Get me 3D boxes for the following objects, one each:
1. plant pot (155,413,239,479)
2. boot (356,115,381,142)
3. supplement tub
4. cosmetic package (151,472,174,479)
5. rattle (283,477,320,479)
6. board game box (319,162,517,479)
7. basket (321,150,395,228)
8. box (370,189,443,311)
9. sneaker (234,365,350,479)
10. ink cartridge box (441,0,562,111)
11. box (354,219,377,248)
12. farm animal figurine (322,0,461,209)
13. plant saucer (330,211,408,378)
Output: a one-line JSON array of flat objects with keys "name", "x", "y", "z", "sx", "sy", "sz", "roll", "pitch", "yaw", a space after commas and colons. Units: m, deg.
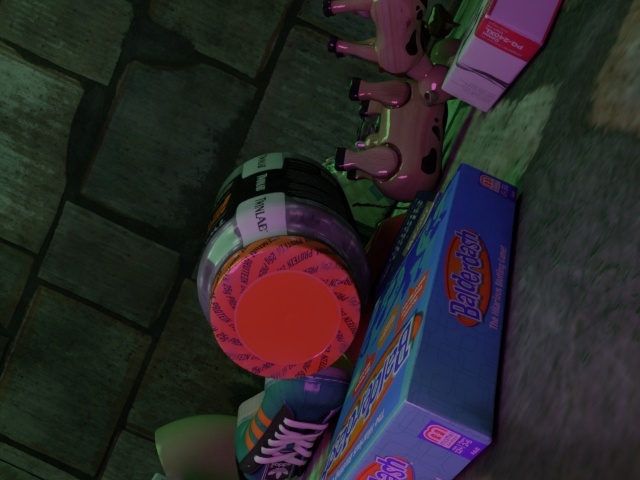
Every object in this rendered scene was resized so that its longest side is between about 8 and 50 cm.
[{"name": "plant pot", "x": -0.247, "y": 0.536, "z": 1.610, "sx": 0.191, "sy": 0.284, "sz": 0.284, "roll": -30, "pitch": -5, "yaw": -7}, {"name": "boot", "x": 0.202, "y": -0.351, "z": 1.784, "sx": 0.083, "sy": 0.161, "sz": 0.246, "roll": 147, "pitch": 148, "yaw": -90}, {"name": "supplement tub", "x": -0.045, "y": 0.018, "z": 0.802, "sx": 0.316, "sy": 0.194, "sz": 0.193, "roll": -102, "pitch": 35, "yaw": -69}, {"name": "cosmetic package", "x": -0.301, "y": 0.661, "z": 1.218, "sx": 0.156, "sy": 0.217, "sz": 0.384, "roll": -58, "pitch": -9, "yaw": -85}, {"name": "rattle", "x": -0.082, "y": 0.283, "z": 0.702, "sx": 0.130, "sy": 0.143, "sz": 0.199, "roll": -44, "pitch": -17, "yaw": -28}, {"name": "board game box", "x": 0.061, "y": 0.071, "z": 0.422, "sx": 0.210, "sy": 0.047, "sz": 0.160, "roll": -66, "pitch": 1, "yaw": -49}, {"name": "basket", "x": 0.028, "y": -0.069, "z": 1.513, "sx": 0.289, "sy": 0.201, "sz": 0.255, "roll": -43, "pitch": 6, "yaw": 12}, {"name": "box", "x": 0.096, "y": 0.015, "z": 0.681, "sx": 0.225, "sy": 0.037, "sz": 0.136, "roll": -76, "pitch": 11, "yaw": -85}, {"name": "sneaker", "x": -0.040, "y": 0.248, "z": 0.851, "sx": 0.302, "sy": 0.108, "sz": 0.121, "roll": 125, "pitch": 152, "yaw": -55}, {"name": "ink cartridge box", "x": 0.189, "y": -0.218, "z": 0.682, "sx": 0.150, "sy": 0.063, "sz": 0.109, "roll": 116, "pitch": 179, "yaw": -75}, {"name": "box", "x": 0.050, "y": 0.052, "z": 1.245, "sx": 0.158, "sy": 0.093, "sz": 0.156, "roll": -69, "pitch": 4, "yaw": -76}, {"name": "farm animal figurine", "x": 0.124, "y": -0.195, "z": 0.871, "sx": 0.330, "sy": 0.172, "sz": 0.326, "roll": -26, "pitch": -56, "yaw": -68}, {"name": "plant saucer", "x": 0.051, "y": 0.101, "z": 0.980, "sx": 0.259, "sy": 0.048, "sz": 0.258, "roll": -64, "pitch": -1, "yaw": -27}]
